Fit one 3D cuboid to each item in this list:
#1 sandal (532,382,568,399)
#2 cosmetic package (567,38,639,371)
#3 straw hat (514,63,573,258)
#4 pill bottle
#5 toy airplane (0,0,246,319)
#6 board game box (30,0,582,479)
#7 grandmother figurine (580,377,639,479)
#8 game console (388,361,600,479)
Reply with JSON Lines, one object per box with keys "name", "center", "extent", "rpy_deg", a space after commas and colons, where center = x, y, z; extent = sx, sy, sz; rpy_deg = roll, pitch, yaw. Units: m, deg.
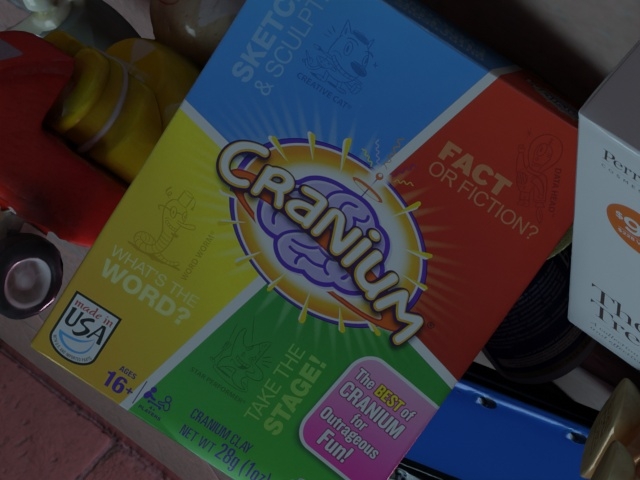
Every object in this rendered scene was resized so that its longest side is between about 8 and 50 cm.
{"name": "sandal", "center": [0.225, 0.178, 1.682], "extent": [0.179, 0.040, 0.067], "rpy_deg": [40, 164, 7]}
{"name": "cosmetic package", "center": [0.313, 0.065, 1.063], "extent": [0.377, 0.097, 0.284], "rpy_deg": [36, 161, 20]}
{"name": "straw hat", "center": [0.117, -0.056, 1.258], "extent": [0.144, 0.144, 0.061], "rpy_deg": [41, -153, 3]}
{"name": "pill bottle", "center": [0.130, 0.018, 1.377], "extent": [0.094, 0.094, 0.169], "rpy_deg": [23, 156, 50]}
{"name": "toy airplane", "center": [-0.090, -0.076, 1.427], "extent": [0.386, 0.272, 0.384], "rpy_deg": [20, -169, 4]}
{"name": "board game box", "center": [0.000, 0.000, 1.201], "extent": [0.242, 0.316, 0.064], "rpy_deg": [33, -161, -2]}
{"name": "grandmother figurine", "center": [0.334, 0.195, 1.219], "extent": [0.342, 0.208, 0.104], "rpy_deg": [22, 137, -1]}
{"name": "game console", "center": [0.155, 0.124, 1.442], "extent": [0.293, 0.250, 0.173], "rpy_deg": [22, 121, 7]}
